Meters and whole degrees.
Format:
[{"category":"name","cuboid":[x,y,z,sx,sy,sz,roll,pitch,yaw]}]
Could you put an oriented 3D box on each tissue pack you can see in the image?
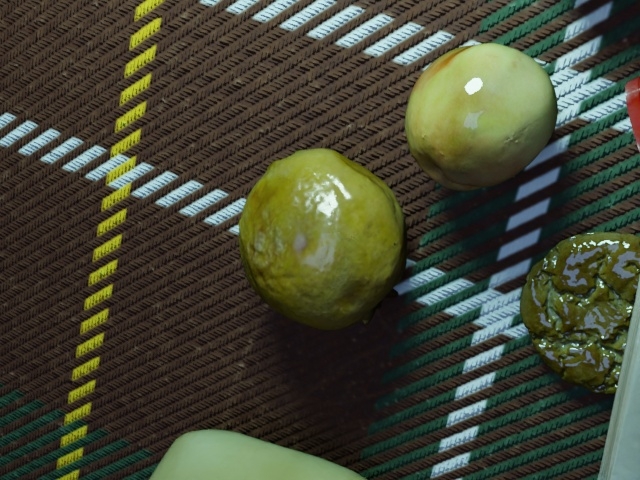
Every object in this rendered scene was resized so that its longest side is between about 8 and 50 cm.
[{"category":"tissue pack","cuboid":[0.442,0.178,1.293,0.170,0.071,0.325,6,111,1]}]

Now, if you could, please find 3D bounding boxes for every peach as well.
[{"category":"peach","cuboid":[0.186,-0.145,1.292,0.184,0.184,0.184,6,105,22]}]

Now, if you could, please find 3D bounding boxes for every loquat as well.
[{"category":"loquat","cuboid":[0.000,0.000,1.405,0.238,0.193,0.238,3,101,16]}]

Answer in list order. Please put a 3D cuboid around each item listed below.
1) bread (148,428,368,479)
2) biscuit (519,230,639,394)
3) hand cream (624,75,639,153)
[{"category":"bread","cuboid":[-0.084,0.458,1.523,0.376,0.253,0.348,15,105,18]},{"category":"biscuit","cuboid":[0.359,0.093,1.355,0.226,0.042,0.226,5,105,21]},{"category":"hand cream","cuboid":[0.425,-0.109,1.195,0.125,0.193,0.193,-21,94,26]}]
